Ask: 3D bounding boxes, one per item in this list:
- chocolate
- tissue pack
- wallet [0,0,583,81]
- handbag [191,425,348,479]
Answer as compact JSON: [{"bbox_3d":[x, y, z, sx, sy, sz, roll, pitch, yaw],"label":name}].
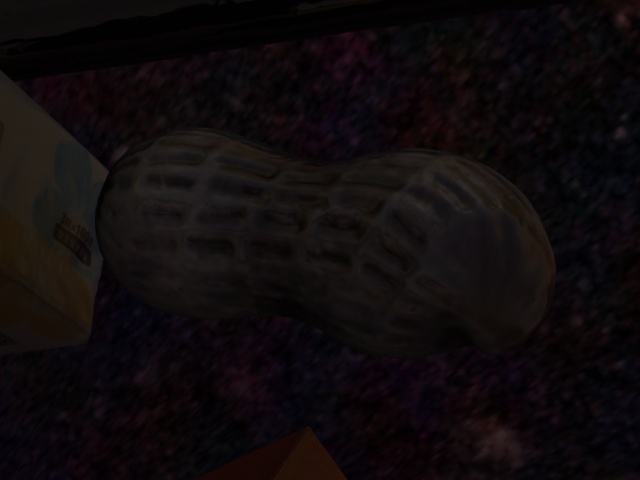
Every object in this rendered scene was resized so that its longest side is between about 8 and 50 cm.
[{"bbox_3d":[0.000,0.000,0.625,0.167,0.072,0.072,8,60,23],"label":"chocolate"},{"bbox_3d":[-0.208,-0.053,0.775,0.159,0.229,0.145,-6,63,23],"label":"tissue pack"},{"bbox_3d":[-0.061,-0.203,0.970,0.406,0.062,0.228,-7,67,20],"label":"wallet"},{"bbox_3d":[-0.084,0.163,0.805,0.063,0.190,0.127,56,30,-11],"label":"handbag"}]
